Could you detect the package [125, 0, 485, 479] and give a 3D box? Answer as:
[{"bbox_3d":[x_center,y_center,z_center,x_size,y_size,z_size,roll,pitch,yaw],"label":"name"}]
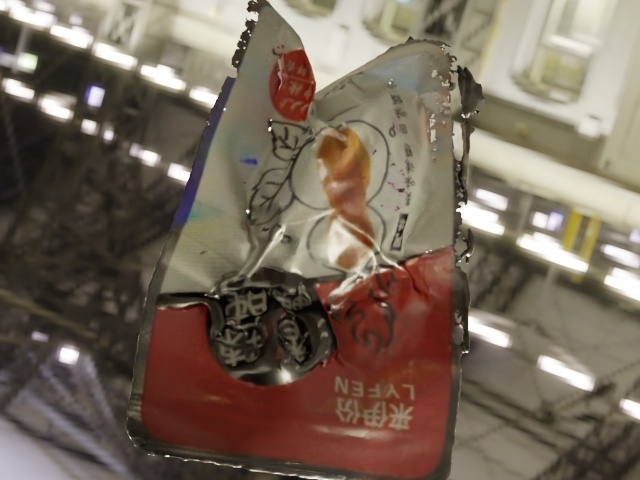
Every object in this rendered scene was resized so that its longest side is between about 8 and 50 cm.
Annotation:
[{"bbox_3d":[0.000,0.000,0.884,0.194,0.269,0.071,8,173,-10],"label":"package"}]
